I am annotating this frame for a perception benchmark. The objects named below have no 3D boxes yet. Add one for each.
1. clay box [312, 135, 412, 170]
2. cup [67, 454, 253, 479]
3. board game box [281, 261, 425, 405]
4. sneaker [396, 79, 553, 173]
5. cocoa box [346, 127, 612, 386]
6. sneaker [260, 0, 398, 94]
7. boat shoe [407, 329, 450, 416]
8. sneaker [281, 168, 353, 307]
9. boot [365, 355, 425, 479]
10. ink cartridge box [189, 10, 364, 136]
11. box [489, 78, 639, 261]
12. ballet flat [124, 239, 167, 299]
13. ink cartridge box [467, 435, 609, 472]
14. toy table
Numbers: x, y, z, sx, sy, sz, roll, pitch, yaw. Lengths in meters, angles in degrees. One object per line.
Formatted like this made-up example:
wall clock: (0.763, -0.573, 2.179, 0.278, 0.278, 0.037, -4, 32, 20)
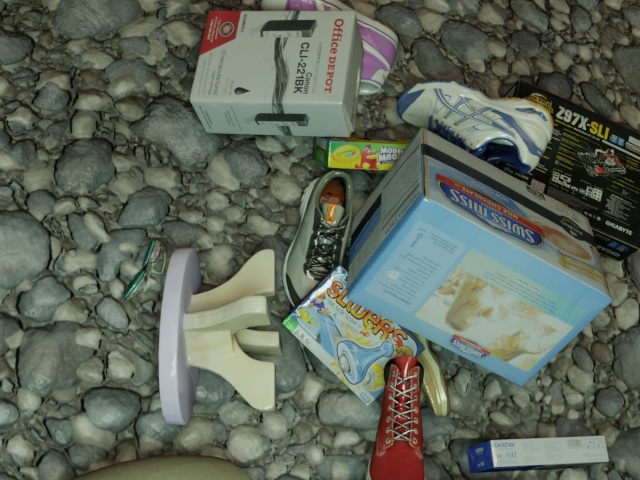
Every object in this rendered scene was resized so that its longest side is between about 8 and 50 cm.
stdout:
clay box: (0.107, -0.158, 1.501, 0.222, 0.127, 0.053, 0, 102, -14)
cup: (-0.196, 0.424, 1.122, 0.331, 0.331, 0.237, 53, 40, 9)
board game box: (0.054, 0.154, 1.365, 0.201, 0.035, 0.136, 44, 93, -7)
sneaker: (0.270, -0.206, 1.529, 0.296, 0.112, 0.131, 13, 65, 22)
cocoa box: (0.246, 0.029, 1.343, 0.347, 0.231, 0.228, 27, 33, -13)
sneaker: (0.004, -0.371, 1.578, 0.282, 0.102, 0.161, 21, 69, -6)
boat shoe: (0.163, 0.214, 1.413, 0.072, 0.068, 0.190, -14, 63, -6)
sneaker: (0.000, 0.000, 1.425, 0.100, 0.108, 0.271, 13, 70, -11)
boot: (0.119, 0.275, 1.248, 0.088, 0.244, 0.176, 5, 108, 3)
ink cartridge box: (-0.071, -0.296, 1.469, 0.273, 0.114, 0.197, 3, 67, 11)
box: (0.486, -0.137, 1.620, 0.322, 0.079, 0.257, 23, 64, -5)
ballet flat: (-0.282, 0.054, 1.371, 0.041, 0.041, 0.114, 24, 66, -4)
ink cartridge box: (0.360, 0.356, 1.383, 0.207, 0.097, 0.046, 2, 69, -14)
toy table: (-0.148, 0.142, 1.277, 0.161, 0.252, 0.274, -2, 79, 3)
